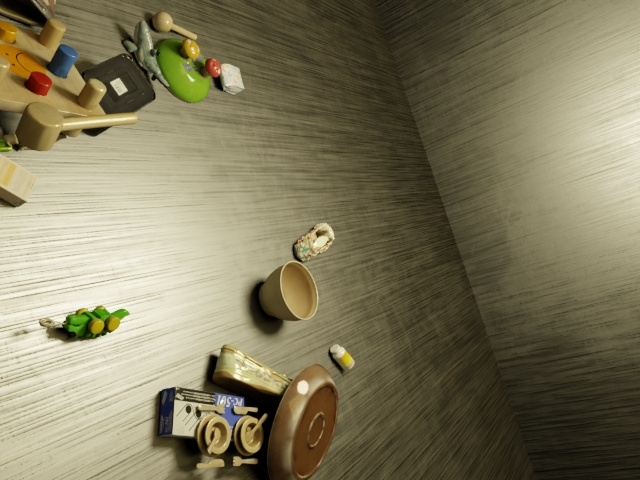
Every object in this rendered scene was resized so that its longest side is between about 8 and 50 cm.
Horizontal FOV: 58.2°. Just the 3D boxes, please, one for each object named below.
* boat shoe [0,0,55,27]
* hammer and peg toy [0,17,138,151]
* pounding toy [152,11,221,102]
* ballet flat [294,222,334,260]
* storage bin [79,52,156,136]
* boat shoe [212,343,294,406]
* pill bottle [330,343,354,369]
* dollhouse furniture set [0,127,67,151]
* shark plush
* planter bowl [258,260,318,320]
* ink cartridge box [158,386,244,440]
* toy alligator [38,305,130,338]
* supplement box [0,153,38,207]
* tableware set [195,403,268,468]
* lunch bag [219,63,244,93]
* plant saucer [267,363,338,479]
[{"bbox_3d":[-0.636,-0.493,1.101,0.285,0.103,0.092,8,61,-62],"label":"boat shoe"},{"bbox_3d":[-0.514,-0.273,1.027,0.361,0.127,0.266,53,26,19],"label":"hammer and peg toy"},{"bbox_3d":[-0.346,-0.500,1.546,0.183,0.110,0.236,3,70,-57],"label":"pounding toy"},{"bbox_3d":[0.000,0.000,1.828,0.091,0.077,0.241,62,31,-11],"label":"ballet flat"},{"bbox_3d":[-0.469,-0.326,1.278,0.122,0.084,0.180,58,32,-19],"label":"storage bin"},{"bbox_3d":[-0.134,0.337,1.397,0.285,0.105,0.089,37,46,-41],"label":"boat shoe"},{"bbox_3d":[0.065,0.355,1.755,0.083,0.043,0.043,53,35,-26],"label":"pill bottle"},{"bbox_3d":[-0.563,-0.205,1.068,0.152,0.076,0.058,-17,88,-58],"label":"dollhouse furniture set"},{"bbox_3d":[-0.429,-0.459,1.432,0.073,0.067,0.161,-18,88,-59],"label":"shark plush"},{"bbox_3d":[-0.097,0.148,1.559,0.162,0.109,0.162,35,45,-43],"label":"planter bowl"},{"bbox_3d":[-0.253,0.379,1.244,0.207,0.046,0.097,29,51,-48],"label":"ink cartridge box"},{"bbox_3d":[-0.442,0.161,1.075,0.190,0.056,0.051,-2,115,-58],"label":"toy alligator"},{"bbox_3d":[-0.573,-0.113,1.038,0.098,0.036,0.062,40,42,-39],"label":"supplement box"},{"bbox_3d":[-0.185,0.421,1.245,0.194,0.039,0.128,23,57,-50],"label":"tableware set"},{"bbox_3d":[-0.272,-0.481,1.706,0.083,0.053,0.071,-7,81,-68],"label":"lunch bag"},{"bbox_3d":[-0.028,0.462,1.417,0.310,0.050,0.310,-34,130,-56],"label":"plant saucer"}]
